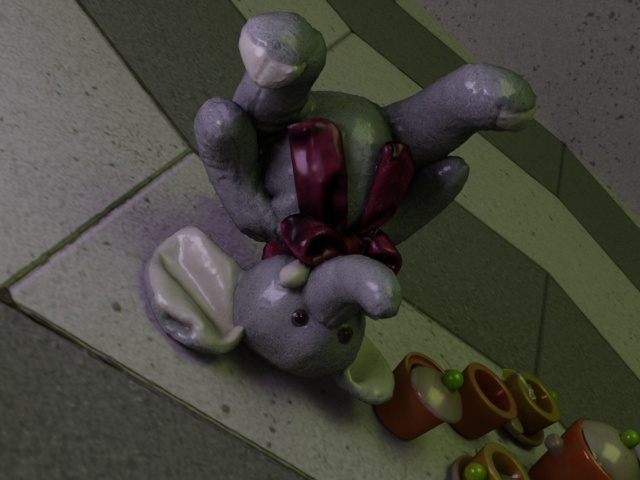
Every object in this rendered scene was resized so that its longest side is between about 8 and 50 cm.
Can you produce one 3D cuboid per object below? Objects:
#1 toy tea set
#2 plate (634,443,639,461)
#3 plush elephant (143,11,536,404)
[{"bbox_3d":[0.208,0.187,1.074,0.336,0.124,0.200,14,39,-49],"label":"toy tea set"},{"bbox_3d":[0.559,0.401,1.391,0.277,0.045,0.278,26,31,-37],"label":"plate"},{"bbox_3d":[0.000,0.000,0.919,0.272,0.330,0.255,12,62,-31],"label":"plush elephant"}]
